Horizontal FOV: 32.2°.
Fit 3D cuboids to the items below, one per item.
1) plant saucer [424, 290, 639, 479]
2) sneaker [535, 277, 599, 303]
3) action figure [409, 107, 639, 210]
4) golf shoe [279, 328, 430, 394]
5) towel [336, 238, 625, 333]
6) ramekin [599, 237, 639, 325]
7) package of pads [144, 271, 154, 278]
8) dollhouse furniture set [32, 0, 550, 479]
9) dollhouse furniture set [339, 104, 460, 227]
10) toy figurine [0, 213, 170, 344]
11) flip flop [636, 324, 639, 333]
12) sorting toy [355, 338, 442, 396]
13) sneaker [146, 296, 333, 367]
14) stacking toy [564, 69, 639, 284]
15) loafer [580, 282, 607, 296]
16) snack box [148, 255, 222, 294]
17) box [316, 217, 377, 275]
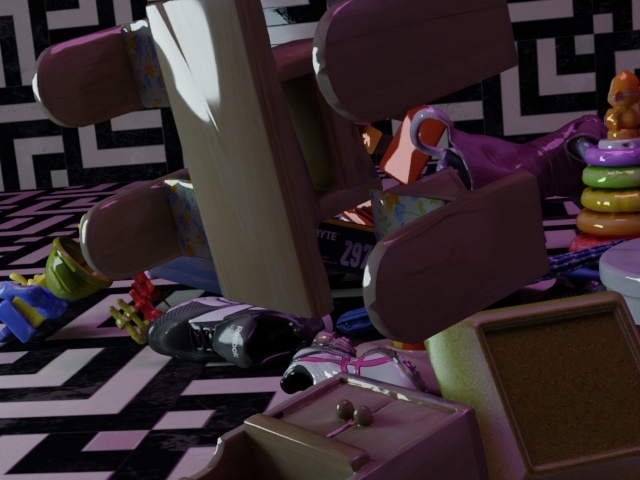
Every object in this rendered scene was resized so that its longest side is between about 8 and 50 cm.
[{"bbox_3d":[0.196,0.122,0.880,0.188,0.188,0.045,-8,-31,-15],"label":"plant saucer"},{"bbox_3d":[0.323,0.079,1.442,0.057,0.047,0.119,-16,5,-21],"label":"sneaker"},{"bbox_3d":[0.360,-0.119,1.806,0.370,0.275,0.248,-25,-22,-10],"label":"action figure"},{"bbox_3d":[0.035,0.151,1.148,0.086,0.067,0.186,-42,28,-26],"label":"golf shoe"},{"bbox_3d":[0.214,0.065,1.457,0.336,0.040,0.243,-12,-5,-35],"label":"towel"},{"bbox_3d":[0.436,0.069,1.169,0.273,0.127,0.273,-7,10,1],"label":"ramekin"},{"bbox_3d":[-0.315,0.049,1.966,0.083,0.032,0.050,2,9,35],"label":"package of pads"},{"bbox_3d":[-0.062,0.037,0.755,0.256,0.394,0.362,-25,20,-34],"label":"dollhouse furniture set"},{"bbox_3d":[0.150,-0.134,2.084,0.262,0.259,0.135,34,19,23],"label":"dollhouse furniture set"},{"bbox_3d":[-0.360,0.101,1.540,0.217,0.191,0.362,-34,8,2],"label":"toy figurine"},{"bbox_3d":[0.177,0.153,0.955,0.277,0.080,0.112,-18,-17,-16],"label":"flip flop"},{"bbox_3d":[0.169,0.121,1.281,0.208,0.038,0.193,-11,12,-30],"label":"sorting toy"},{"bbox_3d":[-0.106,0.114,1.354,0.234,0.078,0.106,-2,8,8],"label":"sneaker"},{"bbox_3d":[0.432,-0.089,1.572,0.166,0.301,0.175,3,14,38],"label":"stacking toy"},{"bbox_3d":[0.369,0.071,1.350,0.078,0.076,0.223,14,24,40],"label":"loafer"},{"bbox_3d":[-0.184,0.029,1.744,0.175,0.070,0.207,16,4,-14],"label":"snack box"},{"bbox_3d":[0.000,0.000,1.659,0.322,0.079,0.257,11,3,-34],"label":"box"}]
